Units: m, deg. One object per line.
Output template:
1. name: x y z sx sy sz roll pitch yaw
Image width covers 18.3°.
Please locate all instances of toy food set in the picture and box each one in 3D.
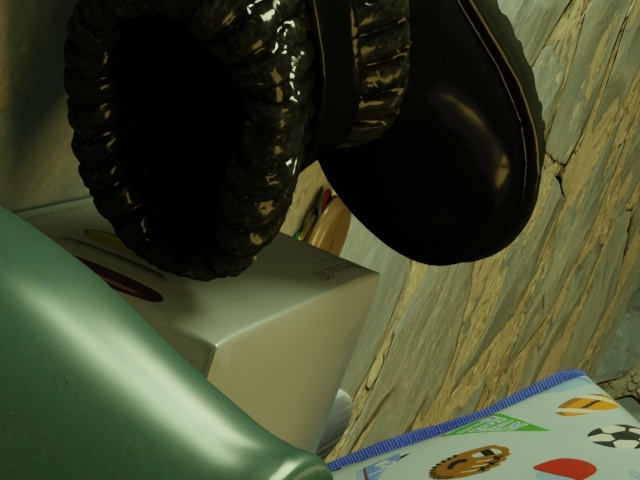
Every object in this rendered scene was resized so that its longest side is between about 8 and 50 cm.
1. toy food set: 0.000 0.000 1.492 0.083 0.020 0.082 -57 163 -31

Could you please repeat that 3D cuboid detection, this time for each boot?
1. boot: 0.000 -0.057 1.005 0.348 0.131 0.260 64 33 -35

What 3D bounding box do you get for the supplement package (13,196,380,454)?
1. supplement package: -0.100 0.096 1.027 0.204 0.145 0.262 -70 166 12

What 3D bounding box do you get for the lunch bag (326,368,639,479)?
1. lunch bag: 0.052 0.266 1.205 0.328 0.385 0.239 -139 -148 -79

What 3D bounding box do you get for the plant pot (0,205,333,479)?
1. plant pot: -0.143 0.107 0.662 0.272 0.255 0.272 -60 165 -28

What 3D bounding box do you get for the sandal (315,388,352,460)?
1. sandal: -0.078 0.174 1.399 0.102 0.076 0.265 -18 154 -48
